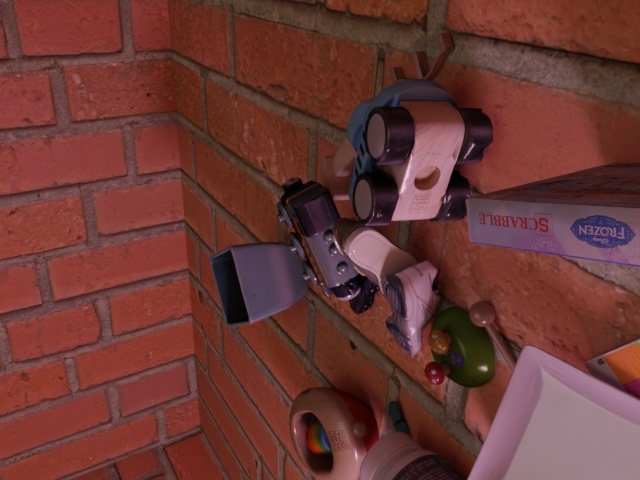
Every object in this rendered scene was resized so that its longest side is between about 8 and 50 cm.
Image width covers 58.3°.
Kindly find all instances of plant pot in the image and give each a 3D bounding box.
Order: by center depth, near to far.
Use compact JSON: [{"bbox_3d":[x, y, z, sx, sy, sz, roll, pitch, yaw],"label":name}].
[{"bbox_3d":[-0.190,0.128,1.901,0.248,0.252,0.247,-22,83,61],"label":"plant pot"}]

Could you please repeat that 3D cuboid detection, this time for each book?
[{"bbox_3d":[0.506,0.215,0.924,0.096,0.035,0.144,63,149,18],"label":"book"}]

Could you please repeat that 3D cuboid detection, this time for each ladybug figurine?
[{"bbox_3d":[0.046,0.593,1.772,0.449,0.161,0.305,-36,70,60],"label":"ladybug figurine"}]

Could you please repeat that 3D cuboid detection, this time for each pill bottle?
[{"bbox_3d":[0.262,0.635,1.360,0.361,0.204,0.204,36,132,50],"label":"pill bottle"}]

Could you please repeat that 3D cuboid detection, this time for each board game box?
[{"bbox_3d":[0.405,-0.043,0.694,0.318,0.318,0.066,12,113,59],"label":"board game box"}]

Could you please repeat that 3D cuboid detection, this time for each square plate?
[{"bbox_3d":[0.435,0.401,0.951,0.344,0.049,0.347,26,97,42],"label":"square plate"}]

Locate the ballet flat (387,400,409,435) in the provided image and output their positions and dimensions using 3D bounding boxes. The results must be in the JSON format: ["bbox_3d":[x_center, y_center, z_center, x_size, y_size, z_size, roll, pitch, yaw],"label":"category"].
[{"bbox_3d":[0.214,0.494,1.570,0.041,0.041,0.114,-33,72,60],"label":"ballet flat"}]

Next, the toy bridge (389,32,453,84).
[{"bbox_3d":[0.211,-0.364,1.206,0.188,0.026,0.063,-18,88,62],"label":"toy bridge"}]

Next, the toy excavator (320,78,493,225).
[{"bbox_3d":[0.135,-0.189,1.281,0.445,0.222,0.433,-113,26,-46],"label":"toy excavator"}]

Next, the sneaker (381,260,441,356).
[{"bbox_3d":[0.224,0.166,1.333,0.111,0.129,0.297,49,160,36],"label":"sneaker"}]

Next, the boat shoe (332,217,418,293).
[{"bbox_3d":[0.132,0.041,1.306,0.091,0.109,0.305,41,-179,44],"label":"boat shoe"}]

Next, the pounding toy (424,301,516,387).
[{"bbox_3d":[0.290,0.239,1.238,0.237,0.110,0.183,-38,69,59],"label":"pounding toy"}]

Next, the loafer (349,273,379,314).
[{"bbox_3d":[0.118,0.115,1.527,0.078,0.076,0.223,53,148,23],"label":"loafer"}]

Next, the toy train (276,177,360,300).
[{"bbox_3d":[0.000,0.000,1.446,0.334,0.142,0.190,68,166,-19],"label":"toy train"}]
